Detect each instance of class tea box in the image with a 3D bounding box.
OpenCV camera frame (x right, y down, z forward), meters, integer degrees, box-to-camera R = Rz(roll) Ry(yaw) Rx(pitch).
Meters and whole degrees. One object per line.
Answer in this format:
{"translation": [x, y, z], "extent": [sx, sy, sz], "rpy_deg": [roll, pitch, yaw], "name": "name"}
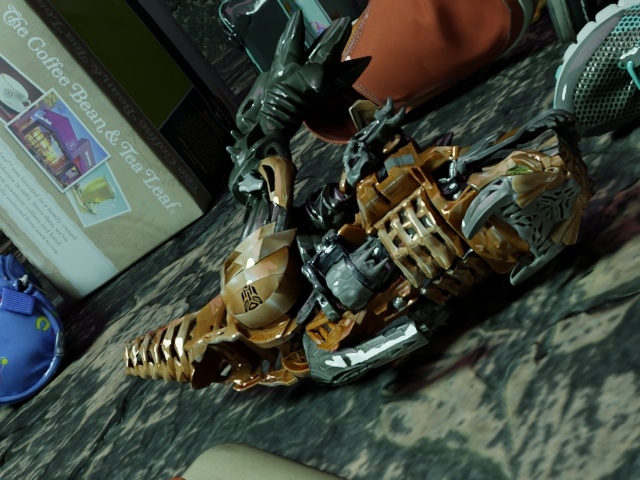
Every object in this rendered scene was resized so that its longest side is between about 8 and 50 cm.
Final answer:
{"translation": [-0.283, -0.160, 1.539], "extent": [0.220, 0.329, 0.323], "rpy_deg": [-34, 14, 20], "name": "tea box"}

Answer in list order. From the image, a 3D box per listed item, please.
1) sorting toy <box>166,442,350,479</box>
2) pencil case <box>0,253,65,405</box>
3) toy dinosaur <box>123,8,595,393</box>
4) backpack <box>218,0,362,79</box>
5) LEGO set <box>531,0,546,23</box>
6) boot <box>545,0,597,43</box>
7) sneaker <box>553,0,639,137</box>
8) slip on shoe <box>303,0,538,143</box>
{"translation": [-0.066, 0.174, 0.525], "extent": [0.229, 0.041, 0.307], "rpy_deg": [-44, 14, -18], "name": "sorting toy"}
{"translation": [-0.341, 0.086, 1.349], "extent": [0.133, 0.119, 0.306], "rpy_deg": [-65, 16, -2], "name": "pencil case"}
{"translation": [0.000, 0.000, 0.714], "extent": [0.322, 0.164, 0.218], "rpy_deg": [-11, 42, 20], "name": "toy dinosaur"}
{"translation": [-0.029, -0.273, 1.579], "extent": [0.144, 0.166, 0.188], "rpy_deg": [-33, 19, 15], "name": "backpack"}
{"translation": [0.233, -0.297, 1.095], "extent": [0.287, 0.107, 0.132], "rpy_deg": [-36, 14, 13], "name": "LEGO set"}
{"translation": [0.251, -0.264, 0.956], "extent": [0.178, 0.085, 0.236], "rpy_deg": [-4, 63, 19], "name": "boot"}
{"translation": [0.201, -0.111, 0.698], "extent": [0.166, 0.065, 0.076], "rpy_deg": [-38, 18, 14], "name": "sneaker"}
{"translation": [0.072, -0.159, 1.060], "extent": [0.101, 0.123, 0.331], "rpy_deg": [-55, 11, -24], "name": "slip on shoe"}
